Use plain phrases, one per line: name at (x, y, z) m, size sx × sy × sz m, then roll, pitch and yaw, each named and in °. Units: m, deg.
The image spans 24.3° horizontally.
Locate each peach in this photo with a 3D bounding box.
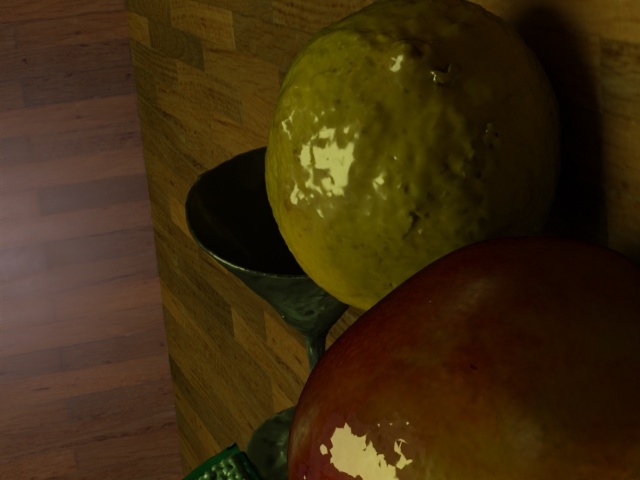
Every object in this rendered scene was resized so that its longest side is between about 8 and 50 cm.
peach at (0.133, 0.147, 1.125) m, size 0.308 × 0.332 × 0.308 m, roll 53°, pitch 154°, yaw 40°

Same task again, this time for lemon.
lemon at (0.080, -0.069, 1.309) m, size 0.322 × 0.268 × 0.268 m, roll 108°, pitch 149°, yaw -59°

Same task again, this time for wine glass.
wine glass at (-0.004, 0.116, 1.750) m, size 0.267 × 0.267 × 0.406 m, roll -121°, pitch 21°, yaw -52°

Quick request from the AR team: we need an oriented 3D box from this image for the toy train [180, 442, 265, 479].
toy train at (-0.067, 0.375, 1.714) m, size 0.269 × 0.115 × 0.154 m, roll 54°, pitch 178°, yaw 33°
